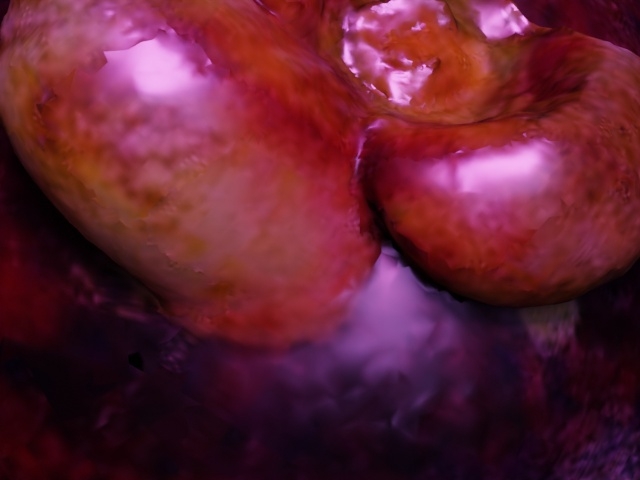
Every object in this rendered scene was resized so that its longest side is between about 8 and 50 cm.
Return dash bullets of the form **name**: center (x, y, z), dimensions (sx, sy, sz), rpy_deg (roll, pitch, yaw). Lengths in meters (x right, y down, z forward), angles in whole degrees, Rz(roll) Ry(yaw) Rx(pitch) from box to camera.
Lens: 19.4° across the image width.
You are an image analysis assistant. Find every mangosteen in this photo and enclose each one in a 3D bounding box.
- **mangosteen**: center (0.000, 0.000, 0.587), dimensions (0.288, 0.288, 0.288), rpy_deg (3, 75, -11)
